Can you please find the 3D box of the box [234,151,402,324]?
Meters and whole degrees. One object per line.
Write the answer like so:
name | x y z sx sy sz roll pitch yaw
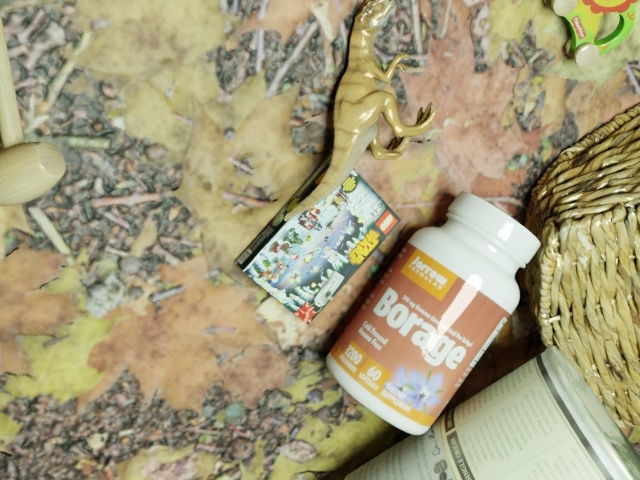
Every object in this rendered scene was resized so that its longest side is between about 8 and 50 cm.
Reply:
box | 0.000 0.000 0.648 0.137 0.027 0.094 -49 122 -2

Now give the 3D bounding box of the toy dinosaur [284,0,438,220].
toy dinosaur | 0.034 -0.101 0.607 0.112 0.064 0.212 17 82 -24

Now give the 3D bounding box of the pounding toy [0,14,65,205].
pounding toy | -0.302 -0.110 0.440 0.154 0.155 0.269 -29 113 20

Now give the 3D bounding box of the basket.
basket | 0.339 0.029 0.783 0.213 0.223 0.299 -16 121 18

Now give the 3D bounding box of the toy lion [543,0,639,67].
toy lion | 0.270 -0.230 0.663 0.096 0.034 0.100 -29 123 15

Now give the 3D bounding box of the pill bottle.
pill bottle | 0.111 0.066 0.671 0.121 0.121 0.216 33 93 -31

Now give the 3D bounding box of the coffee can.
coffee can | 0.167 0.260 0.678 0.275 0.202 0.201 -37 123 15
